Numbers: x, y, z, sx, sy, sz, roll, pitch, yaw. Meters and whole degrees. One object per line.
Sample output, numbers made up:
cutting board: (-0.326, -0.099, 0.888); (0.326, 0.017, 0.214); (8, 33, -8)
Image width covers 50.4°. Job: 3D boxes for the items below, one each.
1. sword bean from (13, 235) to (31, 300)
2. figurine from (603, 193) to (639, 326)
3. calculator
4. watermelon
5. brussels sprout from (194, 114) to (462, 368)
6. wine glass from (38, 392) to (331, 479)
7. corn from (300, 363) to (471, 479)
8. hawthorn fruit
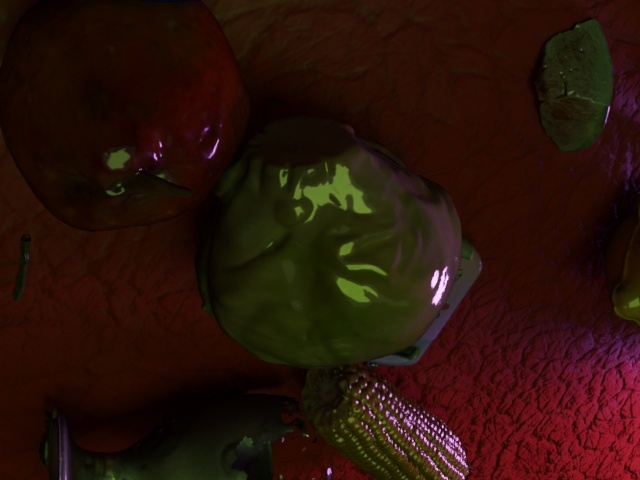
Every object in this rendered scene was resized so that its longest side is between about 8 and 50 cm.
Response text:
sword bean: (-0.326, 0.031, 0.744); (0.012, 0.012, 0.083); (6, 120, -27)
figurine: (0.583, 0.052, 1.040); (0.340, 0.231, 0.323); (18, 90, -24)
calculator: (0.128, 0.090, 0.967); (0.141, 0.045, 0.246); (16, 117, -32)
watermelon: (0.322, -0.178, 0.858); (0.094, 0.081, 0.180); (-13, 127, 18)
brussels sprout: (0.011, 0.006, 0.730); (0.274, 0.242, 0.316); (15, 139, -11)
wine glass: (-0.178, 0.297, 0.893); (0.357, 0.190, 0.190); (4, 122, -23)
corn: (0.105, 0.301, 1.047); (0.144, 0.144, 0.387); (-42, 129, 9)
hawthorn fruit: (-0.156, -0.102, 0.558); (0.210, 0.262, 0.210); (-8, 123, -13)
